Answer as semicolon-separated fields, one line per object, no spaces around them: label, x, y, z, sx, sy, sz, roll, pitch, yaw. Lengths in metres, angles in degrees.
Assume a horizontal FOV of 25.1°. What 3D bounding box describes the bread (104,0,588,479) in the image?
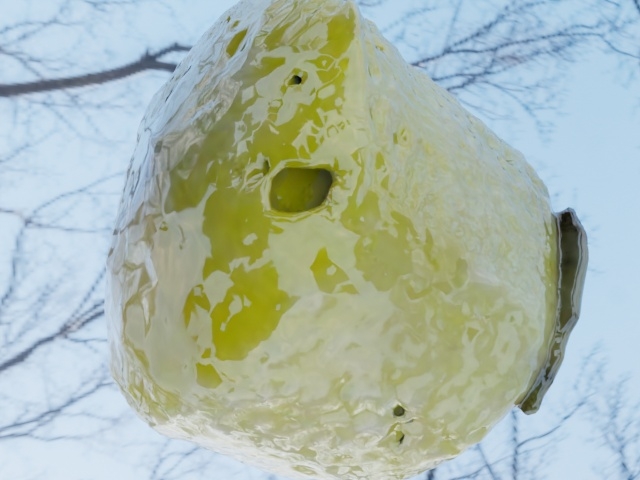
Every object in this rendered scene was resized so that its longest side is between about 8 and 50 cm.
bread;-0.001;0.001;0.597;0.197;0.170;0.197;-45;-151;33
